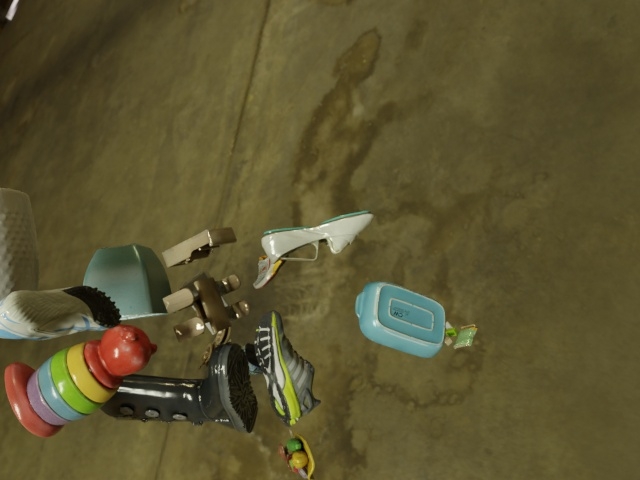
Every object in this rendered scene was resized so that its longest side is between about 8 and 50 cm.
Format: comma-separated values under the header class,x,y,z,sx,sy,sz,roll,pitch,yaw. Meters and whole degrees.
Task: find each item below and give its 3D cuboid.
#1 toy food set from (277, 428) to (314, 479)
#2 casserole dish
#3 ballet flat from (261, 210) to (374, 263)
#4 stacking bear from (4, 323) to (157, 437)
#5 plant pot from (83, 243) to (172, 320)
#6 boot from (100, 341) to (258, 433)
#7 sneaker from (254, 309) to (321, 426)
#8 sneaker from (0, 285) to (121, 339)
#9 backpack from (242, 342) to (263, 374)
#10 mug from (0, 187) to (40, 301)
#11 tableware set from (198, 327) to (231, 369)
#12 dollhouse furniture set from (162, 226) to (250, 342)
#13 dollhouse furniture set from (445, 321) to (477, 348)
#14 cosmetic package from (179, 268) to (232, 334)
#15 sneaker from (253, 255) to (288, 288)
class,x,y,z,sx,sy,sz,roll,pitch,yaw
toy food set,-0.079,0.643,1.645,0.218,0.071,0.128,149,106,-70
casserole dish,0.150,0.134,0.971,0.037,0.188,0.114,-43,31,54
ballet flat,0.000,0.000,1.921,0.400,0.139,0.139,-12,55,-2
stacking bear,-0.502,0.285,1.214,0.289,0.175,0.164,-32,48,1
plant pot,-0.674,0.147,1.948,0.248,0.247,0.252,-8,82,3
boot,-0.429,0.412,1.588,0.445,0.367,0.146,5,40,11
sneaker,-0.087,0.329,1.474,0.111,0.121,0.299,-15,89,54
sneaker,-0.447,0.128,0.950,0.086,0.237,0.085,-32,70,21
backpack,-0.260,0.449,2.100,0.084,0.114,0.105,-37,42,26
mug,-0.889,0.056,1.391,0.276,0.374,0.328,-14,84,13
tableware set,-0.362,0.354,1.897,0.194,0.039,0.128,-55,26,26
dollhouse furniture set,-0.275,0.108,1.422,0.161,0.212,0.242,-24,85,25
dollhouse furniture set,0.373,0.269,1.604,0.152,0.058,0.076,-27,18,49
cosmetic package,-0.453,0.249,2.269,0.127,0.238,0.107,-33,10,-3
sneaker,-0.220,0.111,2.306,0.093,0.088,0.225,39,117,7
